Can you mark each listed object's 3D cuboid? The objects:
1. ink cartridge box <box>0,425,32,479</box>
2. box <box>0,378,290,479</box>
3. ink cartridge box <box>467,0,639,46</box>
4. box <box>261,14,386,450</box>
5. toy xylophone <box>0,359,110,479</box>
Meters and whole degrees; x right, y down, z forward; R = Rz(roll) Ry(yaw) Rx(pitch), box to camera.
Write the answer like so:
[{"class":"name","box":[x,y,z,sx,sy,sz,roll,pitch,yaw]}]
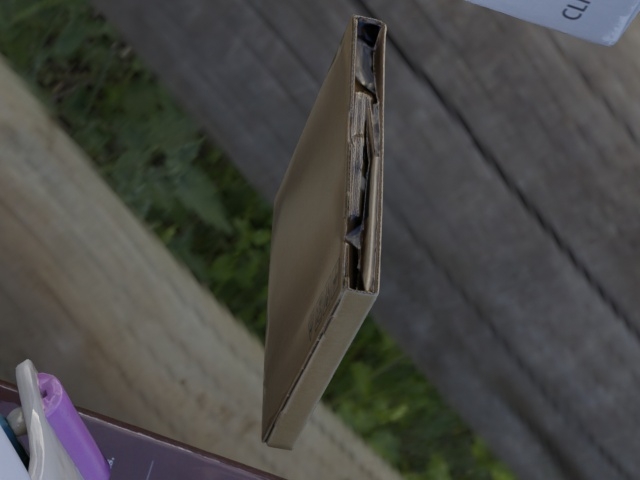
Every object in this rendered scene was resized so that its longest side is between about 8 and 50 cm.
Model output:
[{"class":"ink cartridge box","box":[-0.210,0.101,0.536,0.168,0.232,0.171,-52,131,-36]},{"class":"box","box":[-0.180,0.173,1.236,0.381,0.191,0.143,25,77,-31]},{"class":"ink cartridge box","box":[-0.008,-0.223,0.615,0.261,0.066,0.296,18,51,-12]},{"class":"box","box":[0.000,0.000,1.041,0.021,0.201,0.164,8,61,-10]},{"class":"toy xylophone","box":[-0.238,0.202,0.948,0.322,0.236,0.081,-25,56,-15]}]
